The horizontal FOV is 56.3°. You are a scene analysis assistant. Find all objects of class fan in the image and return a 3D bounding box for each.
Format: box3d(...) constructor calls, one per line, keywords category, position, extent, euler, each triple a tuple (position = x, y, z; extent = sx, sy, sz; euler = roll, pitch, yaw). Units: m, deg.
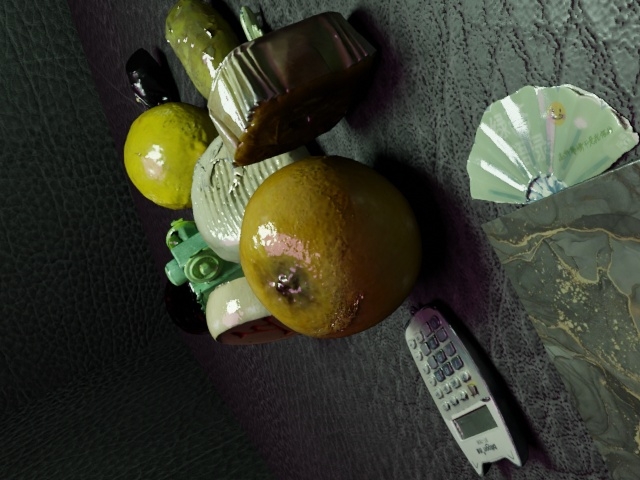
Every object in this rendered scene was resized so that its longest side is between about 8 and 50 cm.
box3d(category="fan", position=(0.216, -0.089, 0.614), extent=(0.131, 0.009, 0.240), euler=(68, 158, 1))

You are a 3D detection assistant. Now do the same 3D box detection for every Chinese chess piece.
box3d(category="Chinese chess piece", position=(-0.114, 0.141, 1.250), extent=(0.250, 0.250, 0.103), euler=(121, 139, -63))

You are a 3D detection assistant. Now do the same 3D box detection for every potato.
box3d(category="potato", position=(-0.208, -0.358, 1.153), extent=(0.251, 0.113, 0.149), euler=(52, 147, 11))

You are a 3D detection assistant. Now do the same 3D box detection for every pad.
box3d(category="pad", position=(0.312, 0.117, 0.592), extent=(0.367, 0.007, 0.247), euler=(63, 158, 2))

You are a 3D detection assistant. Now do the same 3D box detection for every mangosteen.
box3d(category="mangosteen", position=(-0.306, 0.161, 1.713), extent=(0.288, 0.233, 0.287), euler=(8, 104, 37))

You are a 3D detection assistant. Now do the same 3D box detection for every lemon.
box3d(category="lemon", position=(-0.325, -0.196, 1.389), extent=(0.284, 0.261, 0.260), euler=(43, 148, 45))

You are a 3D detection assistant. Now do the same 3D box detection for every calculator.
box3d(category="calculator", position=(0.204, 0.214, 0.893), extent=(0.268, 0.040, 0.177), euler=(59, 156, 17))

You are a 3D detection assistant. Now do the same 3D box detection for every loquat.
box3d(category="loquat", position=(0.013, 0.012, 0.844), extent=(0.263, 0.263, 0.263), euler=(48, 151, 37))

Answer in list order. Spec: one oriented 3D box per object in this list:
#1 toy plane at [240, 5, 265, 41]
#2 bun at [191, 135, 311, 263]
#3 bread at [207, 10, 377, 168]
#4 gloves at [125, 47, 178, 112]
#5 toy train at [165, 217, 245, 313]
box3d(category="toy plane", position=(-0.109, -0.347, 1.028), extent=(0.102, 0.040, 0.111), euler=(18, 128, 58))
box3d(category="bun", position=(-0.110, -0.091, 1.093), extent=(0.273, 0.168, 0.272), euler=(-9, 75, 37))
box3d(category="bread", position=(-0.041, -0.198, 0.814), extent=(0.109, 0.210, 0.192), euler=(57, 156, 9))
box3d(category="gloves", position=(-0.456, -0.402, 1.647), extent=(0.203, 0.124, 0.164), euler=(59, -168, -47))
box3d(category="toy train", position=(-0.209, 0.025, 1.336), extent=(0.159, 0.272, 0.188), euler=(47, 166, 44))
